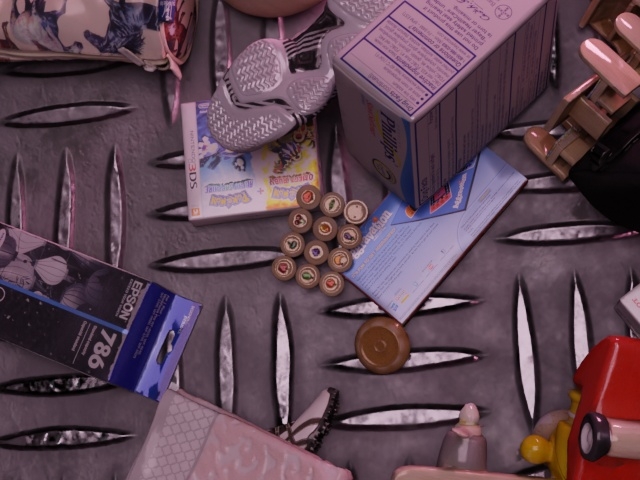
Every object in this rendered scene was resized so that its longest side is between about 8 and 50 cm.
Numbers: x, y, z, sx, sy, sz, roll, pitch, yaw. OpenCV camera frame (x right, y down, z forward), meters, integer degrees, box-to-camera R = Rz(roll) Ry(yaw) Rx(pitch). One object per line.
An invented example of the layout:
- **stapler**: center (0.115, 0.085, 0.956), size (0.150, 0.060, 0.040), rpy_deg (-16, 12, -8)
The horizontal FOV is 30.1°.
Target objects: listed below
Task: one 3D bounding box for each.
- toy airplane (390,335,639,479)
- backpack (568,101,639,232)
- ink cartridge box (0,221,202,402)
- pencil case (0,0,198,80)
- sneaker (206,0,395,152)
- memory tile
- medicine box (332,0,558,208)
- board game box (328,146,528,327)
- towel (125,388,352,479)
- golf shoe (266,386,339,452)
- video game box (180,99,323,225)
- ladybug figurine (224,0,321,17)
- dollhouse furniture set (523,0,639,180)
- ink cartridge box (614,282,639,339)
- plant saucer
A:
- **toy airplane**: center (0.340, 0.332, 1.541), size (0.384, 0.272, 0.386), rpy_deg (-36, 112, 10)
- **backpack**: center (0.560, -0.150, 1.570), size (0.273, 0.290, 0.355), rpy_deg (40, 77, -23)
- **ink cartridge box**: center (-0.358, 0.105, 1.762), size (0.333, 0.065, 0.165), rpy_deg (19, 81, 11)
- **pencil case**: center (-0.399, -0.341, 1.813), size (0.410, 0.160, 0.183), rpy_deg (1, 63, 8)
- **sneaker**: center (0.010, -0.245, 1.715), size (0.366, 0.210, 0.137), rpy_deg (-41, 75, 5)
- **memory tile**: center (0.000, 0.000, 1.723), size (0.113, 0.012, 0.148), rpy_deg (19, 88, 8)
- **medicine box**: center (0.175, -0.230, 1.630), size (0.289, 0.263, 0.149), rpy_deg (-42, 69, -12)
- **board game box**: center (0.157, -0.026, 1.735), size (0.145, 0.027, 0.281), rpy_deg (40, 86, 13)
- **towel**: center (-0.152, 0.404, 1.621), size (0.317, 0.053, 0.331), rpy_deg (22, 86, 29)
- **golf shoe**: center (-0.049, 0.281, 1.673), size (0.094, 0.077, 0.198), rpy_deg (32, 83, 13)
- **video game box**: center (-0.103, -0.126, 1.784), size (0.205, 0.048, 0.187), rpy_deg (-7, 80, 6)
- **ladybug figurine**: center (-0.037, -0.563, 1.809), size (0.305, 0.162, 0.449), rpy_deg (17, 81, 12)
- **dollhouse furniture set**: center (0.389, -0.247, 1.663), size (0.242, 0.212, 0.161), rpy_deg (-36, 75, -27)
- **ink cartridge box**: center (0.501, 0.084, 1.644), size (0.150, 0.063, 0.109), rpy_deg (-38, 76, -2)
- **plant saucer**: center (0.086, 0.151, 1.700), size (0.083, 0.015, 0.083), rpy_deg (1, 93, 19)
